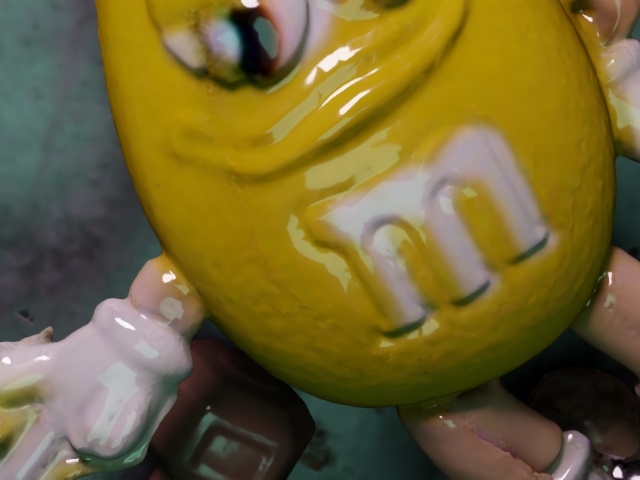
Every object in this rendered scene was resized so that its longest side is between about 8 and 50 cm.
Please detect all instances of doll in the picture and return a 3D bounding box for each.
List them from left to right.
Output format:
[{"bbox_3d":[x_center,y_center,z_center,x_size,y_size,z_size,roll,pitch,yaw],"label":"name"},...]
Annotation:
[{"bbox_3d":[0.035,0.008,0.886,0.423,0.161,0.348,22,92,-15],"label":"doll"}]

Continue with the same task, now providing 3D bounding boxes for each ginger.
[{"bbox_3d":[0.199,0.111,1.023,0.204,0.080,0.104,6,77,-14],"label":"ginger"}]

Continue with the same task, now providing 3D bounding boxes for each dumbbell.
[{"bbox_3d":[-0.089,0.159,0.984,0.092,0.082,0.231,24,105,-20],"label":"dumbbell"}]
